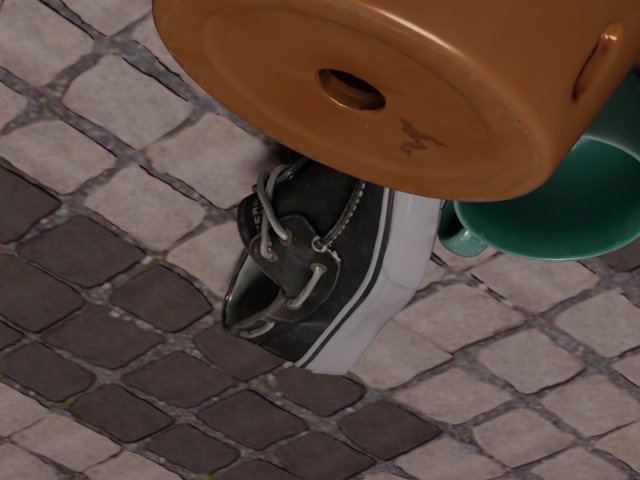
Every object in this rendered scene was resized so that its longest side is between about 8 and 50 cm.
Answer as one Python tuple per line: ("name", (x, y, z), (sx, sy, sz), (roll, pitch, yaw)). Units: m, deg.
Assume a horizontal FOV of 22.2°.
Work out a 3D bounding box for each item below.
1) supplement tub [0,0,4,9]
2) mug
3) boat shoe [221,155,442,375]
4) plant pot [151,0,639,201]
("supplement tub", (-0.297, -0.164, 0.939), (0.199, 0.144, 0.144), (33, 136, -29))
("mug", (0.139, -0.061, 1.046), (0.157, 0.097, 0.129), (-8, 141, 19))
("boat shoe", (0.000, 0.000, 1.125), (0.119, 0.121, 0.335), (9, 145, -10))
("plant pot", (0.050, -0.153, 0.769), (0.291, 0.203, 0.291), (22, 162, 7))
